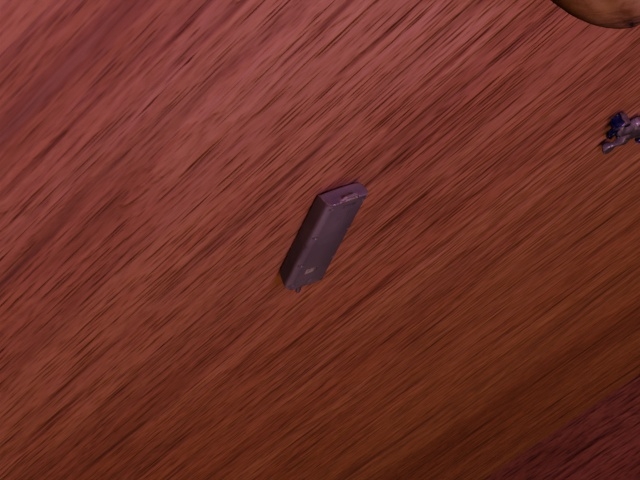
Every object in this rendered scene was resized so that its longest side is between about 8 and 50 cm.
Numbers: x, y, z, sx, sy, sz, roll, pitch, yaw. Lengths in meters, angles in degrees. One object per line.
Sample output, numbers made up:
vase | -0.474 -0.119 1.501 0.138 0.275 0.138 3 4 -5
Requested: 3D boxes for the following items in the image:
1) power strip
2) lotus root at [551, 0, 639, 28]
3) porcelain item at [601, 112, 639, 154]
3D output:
power strip | 0.000 0.000 1.951 0.060 0.027 0.253 -18 157 -26
lotus root | 0.259 -0.291 1.399 0.183 0.183 0.310 -37 155 22
porcelain item | 0.417 -0.142 2.141 0.075 0.021 0.136 -40 156 29
